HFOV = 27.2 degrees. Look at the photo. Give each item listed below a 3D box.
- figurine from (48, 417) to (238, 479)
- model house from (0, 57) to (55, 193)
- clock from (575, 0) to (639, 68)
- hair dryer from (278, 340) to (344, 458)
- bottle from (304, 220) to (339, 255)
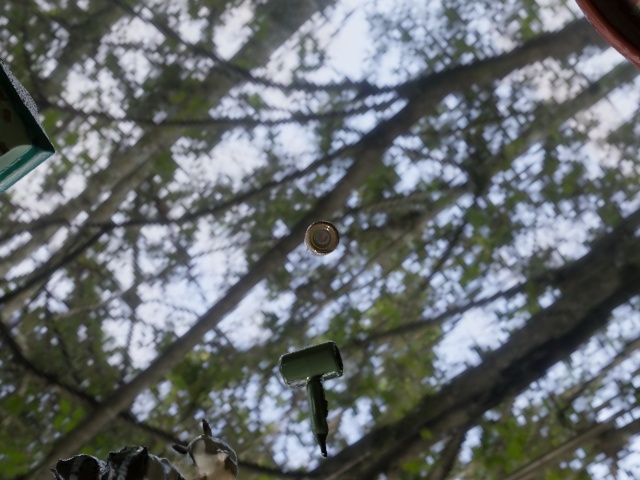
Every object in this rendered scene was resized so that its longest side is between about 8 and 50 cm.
[{"bbox_3d":[-0.072,0.182,0.762,0.229,0.137,0.112,57,-158,-49],"label":"figurine"},{"bbox_3d":[-0.290,-0.097,1.071,0.127,0.100,0.149,59,-160,2],"label":"model house"},{"bbox_3d":[0.304,-0.248,0.910,0.318,0.318,0.080,55,-141,5],"label":"clock"},{"bbox_3d":[-0.004,0.195,1.576,0.047,0.071,0.150,56,-160,-52],"label":"hair dryer"},{"bbox_3d":[0.000,0.000,1.749,0.045,0.045,0.096,52,175,1],"label":"bottle"}]
